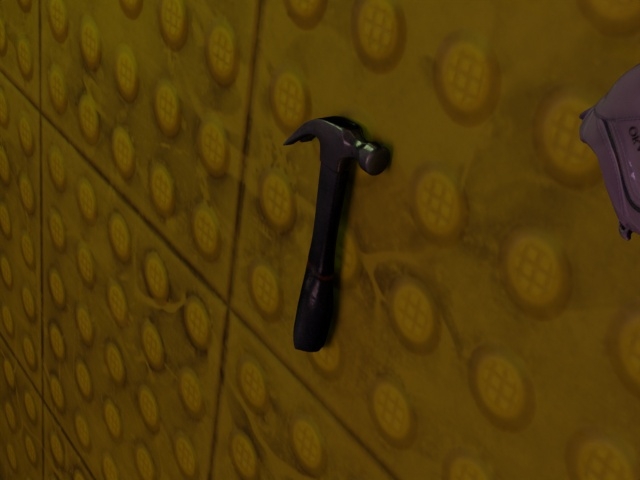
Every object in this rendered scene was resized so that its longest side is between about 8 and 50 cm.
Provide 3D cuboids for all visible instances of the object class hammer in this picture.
[{"bbox_3d":[0.000,0.000,1.082,0.137,0.037,0.290,40,132,41],"label":"hammer"}]

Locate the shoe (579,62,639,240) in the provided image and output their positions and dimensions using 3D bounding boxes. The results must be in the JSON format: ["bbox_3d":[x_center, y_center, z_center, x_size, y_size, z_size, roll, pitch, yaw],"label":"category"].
[{"bbox_3d":[0.255,-0.015,0.660,0.137,0.095,0.245,-32,71,59],"label":"shoe"}]
